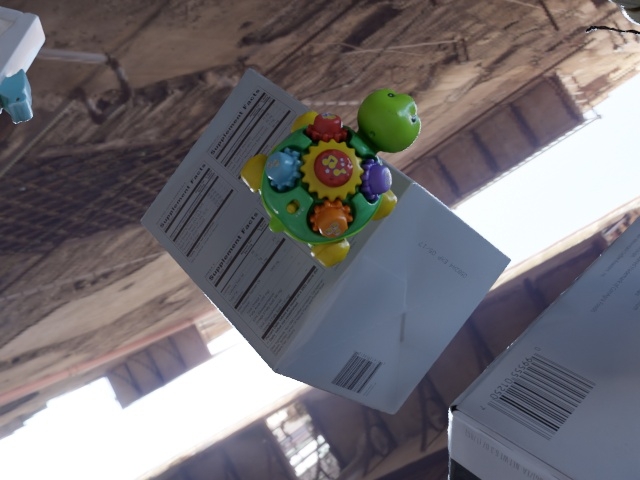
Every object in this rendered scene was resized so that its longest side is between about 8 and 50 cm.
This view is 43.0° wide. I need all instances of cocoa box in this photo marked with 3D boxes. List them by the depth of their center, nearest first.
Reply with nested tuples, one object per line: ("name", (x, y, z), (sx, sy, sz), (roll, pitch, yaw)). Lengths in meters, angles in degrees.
("cocoa box", (0.307, 0.180, 0.755), (0.231, 0.347, 0.228), (28, -40, 34))

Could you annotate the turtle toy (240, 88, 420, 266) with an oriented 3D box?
("turtle toy", (0.014, -0.051, 0.549), (0.095, 0.130, 0.066), (46, -16, 1))

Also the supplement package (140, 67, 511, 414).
("supplement package", (0.000, 0.000, 0.805), (0.198, 0.199, 0.262), (-54, -132, 5))

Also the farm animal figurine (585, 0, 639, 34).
("farm animal figurine", (0.371, -0.357, 0.830), (0.172, 0.330, 0.327), (15, -44, 15))

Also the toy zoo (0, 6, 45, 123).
("toy zoo", (-0.378, -0.150, 0.699), (0.293, 0.192, 0.030), (17, -37, 14))
